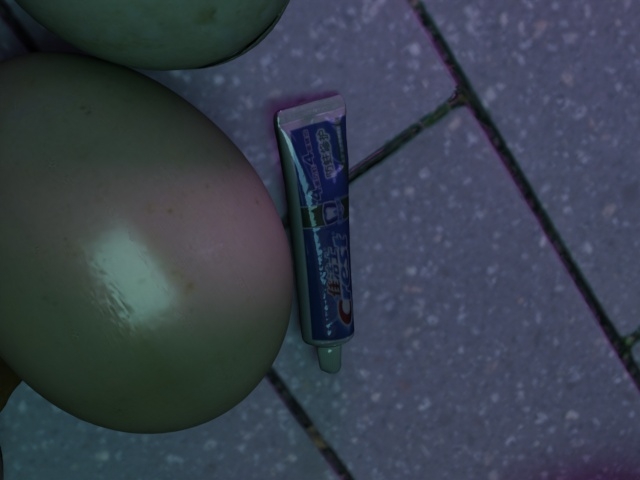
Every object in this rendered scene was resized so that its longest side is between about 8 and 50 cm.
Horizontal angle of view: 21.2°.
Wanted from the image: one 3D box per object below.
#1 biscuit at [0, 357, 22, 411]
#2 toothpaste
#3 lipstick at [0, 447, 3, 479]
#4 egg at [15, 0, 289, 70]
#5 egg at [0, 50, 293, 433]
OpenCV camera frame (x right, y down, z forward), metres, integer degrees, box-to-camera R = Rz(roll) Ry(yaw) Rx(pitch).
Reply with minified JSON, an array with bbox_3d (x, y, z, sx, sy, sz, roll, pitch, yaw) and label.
[{"bbox_3d":[-0.292,0.146,1.031,0.320,0.047,0.183,-44,102,-23],"label":"biscuit"},{"bbox_3d":[0.000,0.000,1.151,0.057,0.035,0.197,-17,115,-30],"label":"toothpaste"},{"bbox_3d":[-0.332,0.156,1.074,0.254,0.070,0.070,5,109,-21],"label":"lipstick"},{"bbox_3d":[-0.105,-0.200,0.946,0.186,0.186,0.253,-39,132,-1],"label":"egg"},{"bbox_3d":[-0.123,0.000,1.020,0.188,0.188,0.253,-32,112,-5],"label":"egg"}]
